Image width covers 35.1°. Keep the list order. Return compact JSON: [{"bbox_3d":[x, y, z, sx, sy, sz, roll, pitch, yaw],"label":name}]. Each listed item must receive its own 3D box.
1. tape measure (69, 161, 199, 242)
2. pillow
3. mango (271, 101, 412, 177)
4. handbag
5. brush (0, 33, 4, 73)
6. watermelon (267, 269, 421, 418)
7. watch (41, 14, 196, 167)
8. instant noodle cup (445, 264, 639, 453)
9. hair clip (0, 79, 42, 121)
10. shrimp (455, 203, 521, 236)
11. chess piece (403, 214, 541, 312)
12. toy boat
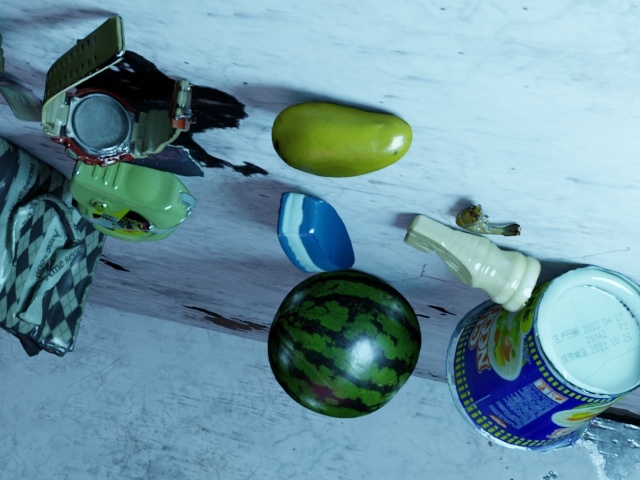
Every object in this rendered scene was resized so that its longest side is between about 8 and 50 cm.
[{"bbox_3d":[-0.300,-0.069,1.593,0.200,0.106,0.175,17,153,-18],"label":"tape measure"},{"bbox_3d":[-0.269,-0.131,1.398,0.209,0.055,0.141,13,173,7],"label":"pillow"},{"bbox_3d":[0.024,-0.112,1.124,0.161,0.076,0.103,2,157,17],"label":"mango"},{"bbox_3d":[-0.536,0.015,1.732,0.180,0.316,0.416,3,164,21],"label":"handbag"},{"bbox_3d":[-0.379,-0.239,1.063,0.071,0.084,0.301,47,158,3],"label":"brush"},{"bbox_3d":[0.041,0.196,1.919,0.285,0.285,0.285,14,167,3],"label":"watermelon"},{"bbox_3d":[-0.226,-0.166,1.169,0.165,0.102,0.268,15,160,-33],"label":"watch"},{"bbox_3d":[0.375,0.178,1.584,0.284,0.284,0.312,16,159,-5],"label":"instant noodle cup"},{"bbox_3d":[-0.417,-0.195,1.369,0.054,0.022,0.137,11,166,13],"label":"hair clip"},{"bbox_3d":[0.225,-0.027,1.354,0.091,0.025,0.127,12,171,11],"label":"shrimp"},{"bbox_3d":[0.216,0.023,1.486,0.200,0.090,0.090,27,166,-5],"label":"chess piece"},{"bbox_3d":[0.000,0.000,1.574,0.062,0.096,0.299,2,166,14],"label":"toy boat"}]
